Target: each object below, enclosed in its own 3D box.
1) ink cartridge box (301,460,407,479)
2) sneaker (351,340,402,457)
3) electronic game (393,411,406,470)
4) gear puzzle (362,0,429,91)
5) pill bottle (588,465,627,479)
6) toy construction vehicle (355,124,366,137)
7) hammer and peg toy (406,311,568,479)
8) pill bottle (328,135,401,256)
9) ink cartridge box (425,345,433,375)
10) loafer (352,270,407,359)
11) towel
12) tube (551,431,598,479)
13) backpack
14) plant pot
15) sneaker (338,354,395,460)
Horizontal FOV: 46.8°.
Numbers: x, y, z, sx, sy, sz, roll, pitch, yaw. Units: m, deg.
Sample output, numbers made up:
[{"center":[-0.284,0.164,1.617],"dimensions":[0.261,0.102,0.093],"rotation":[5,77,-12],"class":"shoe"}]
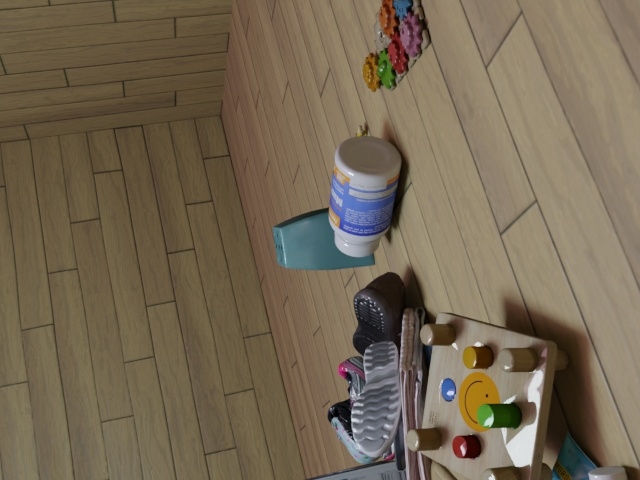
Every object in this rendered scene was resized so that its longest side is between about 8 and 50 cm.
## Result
[{"center":[0.078,0.647,1.979],"dimensions":[0.307,0.303,0.072],"rotation":[116,142,-67],"class":"ink cartridge box"},{"center":[0.140,0.341,1.544],"dimensions":[0.281,0.105,0.115],"rotation":[-71,-37,-50],"class":"sneaker"},{"center":[0.185,0.421,1.738],"dimensions":[0.229,0.048,0.230],"rotation":[-4,-90,-81],"class":"electronic game"},{"center":[0.136,-0.418,1.568],"dimensions":[0.339,0.044,0.176],"rotation":[137,122,-73],"class":"gear puzzle"},{"center":[0.408,0.377,1.018],"dimensions":[0.067,0.067,0.120],"rotation":[145,115,-74],"class":"pill bottle"},{"center":[0.105,-0.232,1.845],"dimensions":[0.098,0.035,0.086],"rotation":[102,165,-49],"class":"toy construction vehicle"},{"center":[0.249,0.313,1.196],"dimensions":[0.266,0.127,0.362],"rotation":[12,96,58],"class":"hammer and peg toy"},{"center":[0.097,-0.093,1.718],"dimensions":[0.272,0.152,0.152],"rotation":[96,159,-44],"class":"pill bottle"},{"center":[0.281,0.253,1.392],"dimensions":[0.231,0.077,0.134],"rotation":[175,87,-76],"class":"ink cartridge box"},{"center":[0.165,0.203,1.777],"dimensions":[0.133,0.130,0.366],"rotation":[35,155,22],"class":"loafer"},{"center":[0.205,0.341,1.568],"dimensions":[0.332,0.053,0.317],"rotation":[-64,-30,-71],"class":"towel"},{"center":[0.385,0.399,1.172],"dimensions":[0.080,0.052,0.207],"rotation":[50,143,42],"class":"tube"},{"center":[0.119,0.539,2.108],"dimensions":[0.182,0.151,0.115],"rotation":[52,157,36],"class":"backpack"},{"center":[0.000,0.000,1.983],"dimensions":[0.165,0.234,0.166],"rotation":[-167,67,-74],"class":"plant pot"},{"center":[0.136,0.456,2.008],"dimensions":[0.121,0.111,0.299],"rotation":[101,154,-54],"class":"sneaker"}]
